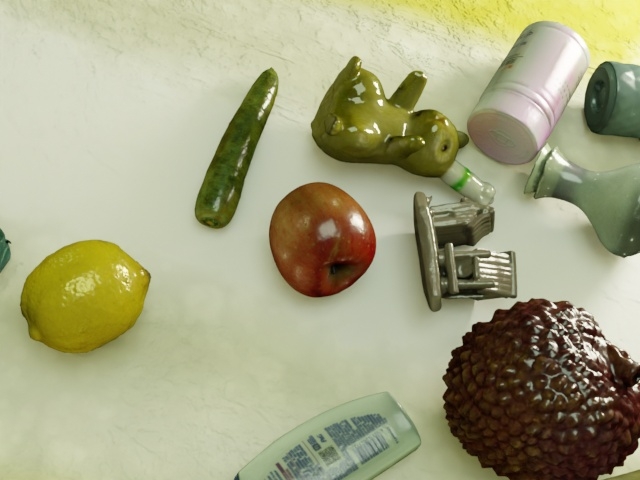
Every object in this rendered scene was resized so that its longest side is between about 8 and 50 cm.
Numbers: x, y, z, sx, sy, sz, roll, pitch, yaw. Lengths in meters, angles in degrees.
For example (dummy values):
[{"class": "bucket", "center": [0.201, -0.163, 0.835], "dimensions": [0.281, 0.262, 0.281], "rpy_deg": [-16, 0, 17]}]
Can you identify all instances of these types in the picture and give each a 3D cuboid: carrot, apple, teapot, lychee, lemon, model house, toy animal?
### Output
[{"class": "carrot", "center": [-0.144, -0.179, 1.811], "dimensions": [0.074, 0.074, 0.359], "rpy_deg": [19, 62, -1]}, {"class": "apple", "center": [0.000, 0.000, 1.701], "dimensions": [0.181, 0.181, 0.168], "rpy_deg": [-24, 50, -20]}, {"class": "teapot", "center": [0.512, -0.087, 1.845], "dimensions": [0.250, 0.183, 0.183], "rpy_deg": [26, 63, 14]}, {"class": "lychee", "center": [0.352, 0.245, 1.575], "dimensions": [0.306, 0.330, 0.306], "rpy_deg": [36, 37, -34]}, {"class": "lemon", "center": [-0.375, 0.090, 1.586], "dimensions": [0.180, 0.180, 0.193], "rpy_deg": [40, 88, 9]}, {"class": "model house", "center": [0.253, 0.025, 1.762], "dimensions": [0.188, 0.122, 0.229], "rpy_deg": [0, 64, -11]}, {"class": "toy animal", "center": [0.168, -0.196, 1.817], "dimensions": [0.363, 0.180, 0.181], "rpy_deg": [13, 59, -7]}]

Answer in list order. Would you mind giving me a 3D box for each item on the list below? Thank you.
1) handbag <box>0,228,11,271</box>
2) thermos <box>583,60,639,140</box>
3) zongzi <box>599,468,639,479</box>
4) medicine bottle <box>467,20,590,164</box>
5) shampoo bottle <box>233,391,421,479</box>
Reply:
[{"class": "handbag", "center": [-0.666, 0.034, 1.594], "dimensions": [0.268, 0.100, 0.274], "rpy_deg": [31, 63, 4]}, {"class": "thermos", "center": [0.675, -0.252, 1.967], "dimensions": [0.286, 0.145, 0.182], "rpy_deg": [7, 94, -9]}, {"class": "zongzi", "center": [0.483, 0.544, 1.539], "dimensions": [0.447, 0.181, 0.418], "rpy_deg": [-10, 68, -13]}, {"class": "medicine bottle", "center": [0.400, -0.283, 1.917], "dimensions": [0.152, 0.152, 0.254], "rpy_deg": [32, 63, 5]}, {"class": "shampoo bottle", "center": [-0.020, 0.363, 1.577], "dimensions": [0.359, 0.078, 0.134], "rpy_deg": [-28, 70, -21]}]
